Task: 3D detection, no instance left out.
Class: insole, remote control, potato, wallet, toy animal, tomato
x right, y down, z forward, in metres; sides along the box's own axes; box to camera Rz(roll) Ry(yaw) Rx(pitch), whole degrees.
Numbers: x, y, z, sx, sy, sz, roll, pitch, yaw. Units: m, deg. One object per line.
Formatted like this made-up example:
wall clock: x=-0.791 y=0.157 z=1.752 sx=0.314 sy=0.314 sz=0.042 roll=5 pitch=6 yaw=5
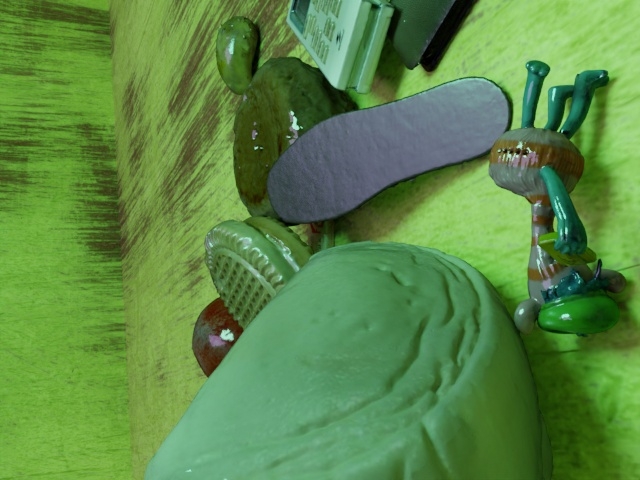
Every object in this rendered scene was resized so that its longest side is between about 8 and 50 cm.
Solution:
insole: x=0.054 y=-0.093 z=0.701 sx=0.327 sy=0.007 sz=0.111 roll=-16 pitch=90 yaw=40
remote control: x=0.013 y=-0.286 z=0.823 sx=0.277 sy=0.055 sz=0.103 roll=-114 pitch=35 yaw=-53
potato: x=-0.153 y=-0.334 z=1.171 sx=0.091 sy=0.070 sz=0.138 roll=29 pitch=116 yaw=61
wallet: x=0.128 y=-0.280 z=0.661 sx=0.198 sy=0.031 sz=0.110 roll=-59 pitch=41 yaw=45
toy animal: x=0.180 y=-0.032 z=0.490 sx=0.103 sy=0.100 sz=0.208 roll=37 pitch=-126 yaw=-81
tomato: x=-0.128 y=0.159 z=1.039 sx=0.167 sy=0.167 sz=0.167 roll=0 pitch=90 yaw=63

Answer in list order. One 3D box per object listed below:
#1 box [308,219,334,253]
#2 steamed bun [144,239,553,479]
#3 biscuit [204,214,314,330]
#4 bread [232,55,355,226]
box: x=0.000 y=0.000 z=0.930 sx=0.058 sy=0.015 sz=0.093 roll=3 pitch=93 yaw=61
steamed bun: x=0.057 y=0.151 z=0.510 sx=0.383 sy=0.236 sz=0.247 roll=-50 pitch=-45 yaw=-62
biscuit: x=-0.058 y=0.078 z=0.870 sx=0.259 sy=0.079 sz=0.259 roll=40 pitch=150 yaw=29
bread: x=-0.034 y=-0.132 z=0.882 sx=0.230 sy=0.123 sz=0.230 roll=-7 pitch=82 yaw=61
